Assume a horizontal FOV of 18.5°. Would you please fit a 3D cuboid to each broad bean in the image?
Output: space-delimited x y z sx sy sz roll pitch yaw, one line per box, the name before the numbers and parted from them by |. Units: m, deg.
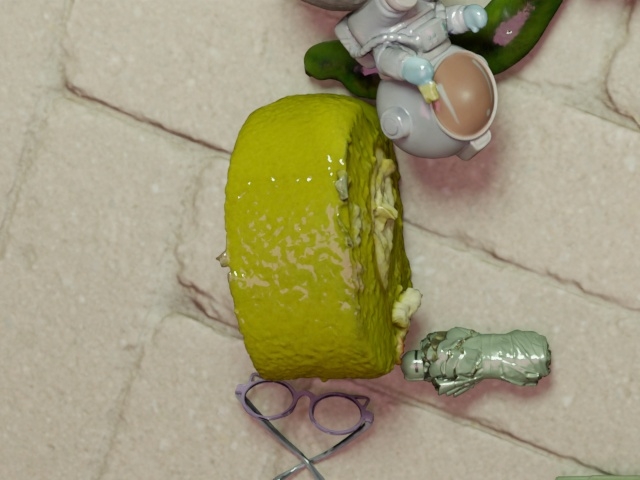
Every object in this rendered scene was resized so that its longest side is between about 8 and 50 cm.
broad bean | 0.124 -0.208 1.769 0.292 0.049 0.144 -43 89 20

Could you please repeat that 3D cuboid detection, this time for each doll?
doll | 0.059 -0.194 1.698 0.151 0.151 0.287 -24 101 20

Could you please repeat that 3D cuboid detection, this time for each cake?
cake | 0.000 0.000 1.795 0.156 0.179 0.260 -6 108 14

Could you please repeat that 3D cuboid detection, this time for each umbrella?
umbrella | 0.147 0.114 1.865 0.143 0.062 0.067 -5 72 5

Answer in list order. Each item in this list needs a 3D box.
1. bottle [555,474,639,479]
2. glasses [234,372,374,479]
bottle | 0.324 0.258 1.866 0.201 0.072 0.072 -2 108 13
glasses | -0.017 0.195 1.951 0.140 0.062 0.104 9 133 10
